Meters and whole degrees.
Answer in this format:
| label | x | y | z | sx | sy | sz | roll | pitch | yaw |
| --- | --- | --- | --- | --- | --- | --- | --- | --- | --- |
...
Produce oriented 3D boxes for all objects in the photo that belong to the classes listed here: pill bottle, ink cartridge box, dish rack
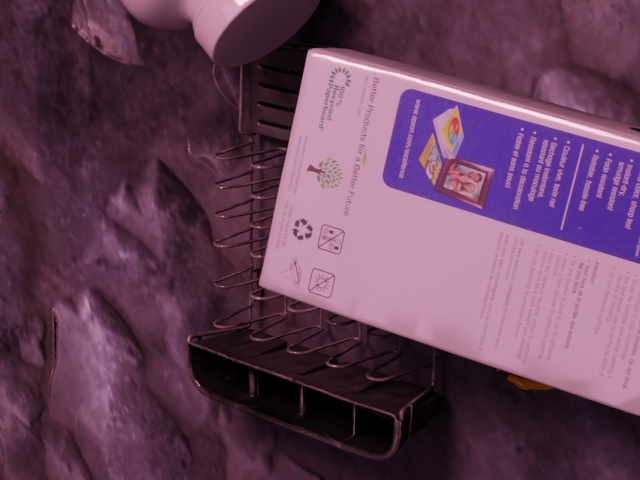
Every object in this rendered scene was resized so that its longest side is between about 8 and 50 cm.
| label | x | y | z | sx | sy | sz | roll | pitch | yaw |
| --- | --- | --- | --- | --- | --- | --- | --- | --- | --- |
| pill bottle | -0.109 | -0.248 | 1.217 | 0.264 | 0.146 | 0.146 | 54 | 131 | 15 |
| ink cartridge box | 0.130 | -0.002 | 1.081 | 0.332 | 0.065 | 0.165 | 19 | 104 | 24 |
| dish rack | 0.000 | 0.000 | 1.243 | 0.208 | 0.074 | 0.272 | 15 | 112 | 38 |

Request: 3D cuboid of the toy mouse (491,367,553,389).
| label | x | y | z | sx | sy | sz | roll | pitch | yaw |
| --- | --- | --- | --- | --- | --- | --- | --- | --- | --- |
| toy mouse | 0.159 | 0.032 | 1.134 | 0.161 | 0.031 | 0.143 | 29 | 114 | 29 |
